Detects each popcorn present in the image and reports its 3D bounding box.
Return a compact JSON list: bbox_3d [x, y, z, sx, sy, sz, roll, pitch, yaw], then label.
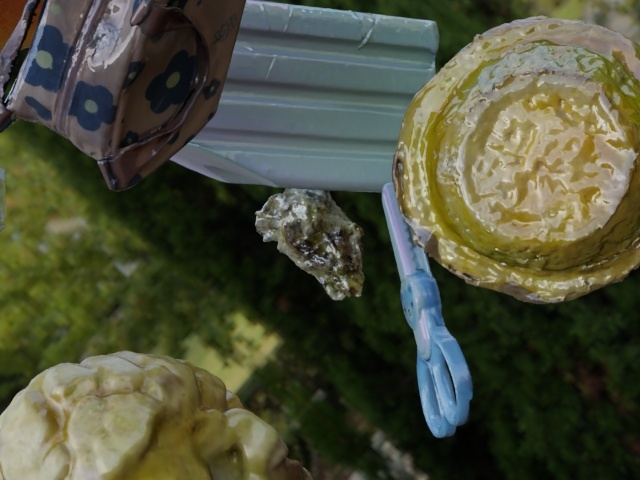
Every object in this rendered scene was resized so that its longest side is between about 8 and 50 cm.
[{"bbox_3d":[-0.221,0.297,1.658,0.354,0.390,0.344,26,87,57],"label":"popcorn"}]

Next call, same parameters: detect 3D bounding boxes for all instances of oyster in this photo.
[{"bbox_3d":[0.002,-0.003,1.803,0.108,0.166,0.053,-47,10,6],"label":"oyster"}]

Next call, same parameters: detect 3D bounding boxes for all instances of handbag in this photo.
[{"bbox_3d":[-0.180,-0.187,1.271,0.193,0.190,0.251,-61,-8,-54],"label":"handbag"}]

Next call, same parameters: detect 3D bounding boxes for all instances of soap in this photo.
[{"bbox_3d":[-0.036,-0.164,1.666,0.115,0.347,0.208,7,95,60],"label":"soap"}]

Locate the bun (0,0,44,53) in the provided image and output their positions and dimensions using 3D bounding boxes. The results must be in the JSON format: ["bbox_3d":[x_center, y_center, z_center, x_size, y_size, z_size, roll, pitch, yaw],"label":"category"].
[{"bbox_3d":[-0.362,-0.338,1.585,0.299,0.164,0.299,-24,-24,-11],"label":"bun"}]

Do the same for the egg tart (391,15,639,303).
[{"bbox_3d":[0.204,-0.074,1.335,0.288,0.288,0.118,-47,-7,11],"label":"egg tart"}]

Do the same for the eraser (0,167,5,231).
[{"bbox_3d":[-0.406,-0.047,1.788,0.038,0.019,0.083,-32,53,41],"label":"eraser"}]

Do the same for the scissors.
[{"bbox_3d":[0.100,0.062,1.413,0.030,0.256,0.125,-10,-17,-13],"label":"scissors"}]
